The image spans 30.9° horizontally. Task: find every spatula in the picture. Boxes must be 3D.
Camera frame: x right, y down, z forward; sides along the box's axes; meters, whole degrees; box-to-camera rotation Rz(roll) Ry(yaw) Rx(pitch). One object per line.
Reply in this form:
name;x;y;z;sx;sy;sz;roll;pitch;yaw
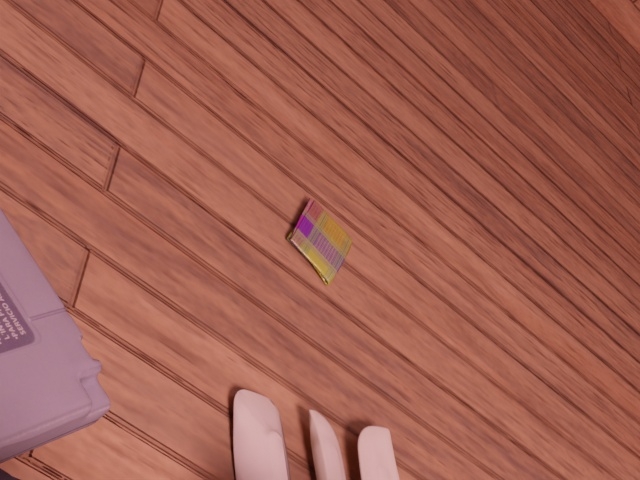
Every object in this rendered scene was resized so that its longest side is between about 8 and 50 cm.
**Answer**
spatula;0.012;0.228;0.819;0.168;0.019;0.242;26;43;-41

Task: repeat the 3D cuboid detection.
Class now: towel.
towel;0.000;0.000;1.048;0.060;0.009;0.083;48;30;-13

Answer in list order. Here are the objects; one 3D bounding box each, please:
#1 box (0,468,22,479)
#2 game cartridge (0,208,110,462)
box;-0.207;0.220;0.336;0.312;0.179;0.343;38;33;-27
game cartridge;-0.255;-0.001;0.611;0.294;0.060;0.196;54;25;12
